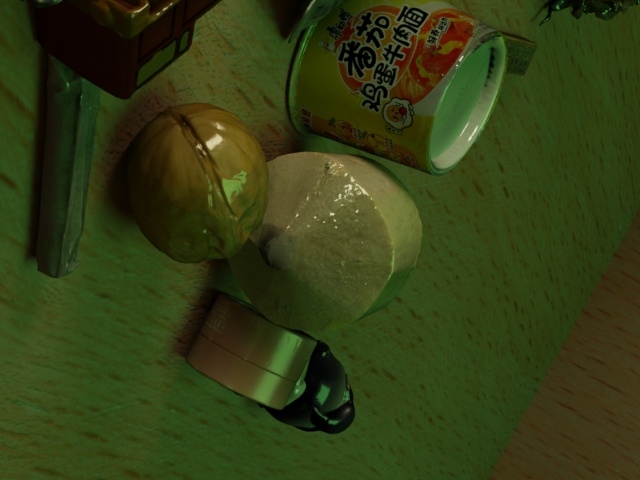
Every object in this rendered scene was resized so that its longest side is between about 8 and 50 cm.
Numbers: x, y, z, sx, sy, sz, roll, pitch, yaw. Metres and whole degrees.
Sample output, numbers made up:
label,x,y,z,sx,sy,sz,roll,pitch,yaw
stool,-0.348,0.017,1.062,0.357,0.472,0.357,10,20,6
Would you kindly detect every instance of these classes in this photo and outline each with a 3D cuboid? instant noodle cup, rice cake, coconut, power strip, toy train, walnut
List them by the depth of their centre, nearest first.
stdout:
label,x,y,z,sx,sy,sz,roll,pitch,yaw
toy train,-0.143,-0.284,1.293,0.369,0.163,0.232,-46,165,-34
rice cake,-0.257,-0.076,1.417,0.055,0.049,0.270,-68,171,-56
walnut,-0.136,-0.060,1.559,0.159,0.159,0.207,-51,154,-25
coconut,0.000,0.000,1.806,0.244,0.239,0.239,-15,129,-68
instant noodle cup,0.109,-0.213,1.841,0.264,0.200,0.264,-47,154,-31
power strip,0.290,-0.310,2.311,0.305,0.044,0.064,-5,121,-63

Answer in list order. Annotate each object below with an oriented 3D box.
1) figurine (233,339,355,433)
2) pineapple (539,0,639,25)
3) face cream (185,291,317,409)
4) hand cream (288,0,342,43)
label,x,y,z,sx,sy,sz,roll,pitch,yaw
figurine,-0.022,0.219,2.113,0.145,0.145,0.222,-62,152,-2
pineapple,0.488,-0.457,2.385,0.262,0.262,0.272,-57,169,-14
face cream,-0.092,0.146,1.874,0.104,0.149,0.149,-63,157,-1
hand cream,0.058,-0.370,1.704,0.314,0.089,0.139,-57,-176,-14
